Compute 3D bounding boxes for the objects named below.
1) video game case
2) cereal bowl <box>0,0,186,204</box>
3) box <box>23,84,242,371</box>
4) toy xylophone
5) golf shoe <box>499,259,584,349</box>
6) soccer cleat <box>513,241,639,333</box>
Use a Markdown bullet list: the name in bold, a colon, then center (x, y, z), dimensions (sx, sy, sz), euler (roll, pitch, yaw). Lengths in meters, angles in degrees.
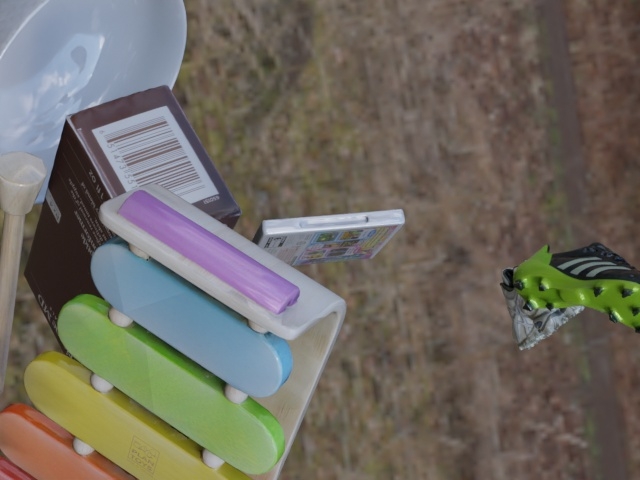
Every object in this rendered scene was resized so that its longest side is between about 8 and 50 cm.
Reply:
- **video game case**: center (0.000, 0.000, 1.549), dimensions (0.157, 0.143, 0.019), euler (126, -42, -73)
- **cereal bowl**: center (-0.330, -0.218, 1.839), dimensions (0.339, 0.141, 0.339), euler (-40, 152, -27)
- **box**: center (-0.236, 0.006, 1.804), dimensions (0.191, 0.143, 0.381), euler (59, -28, 19)
- **toy xylophone**: center (-0.108, 0.093, 0.825), dimensions (0.081, 0.236, 0.322), euler (-43, 152, -49)
- **golf shoe**: center (0.225, 0.062, 1.603), dimensions (0.086, 0.069, 0.176), euler (51, -13, 9)
- **soccer cleat**: center (0.249, 0.035, 1.299), dimensions (0.072, 0.179, 0.060), euler (-47, 130, -33)
